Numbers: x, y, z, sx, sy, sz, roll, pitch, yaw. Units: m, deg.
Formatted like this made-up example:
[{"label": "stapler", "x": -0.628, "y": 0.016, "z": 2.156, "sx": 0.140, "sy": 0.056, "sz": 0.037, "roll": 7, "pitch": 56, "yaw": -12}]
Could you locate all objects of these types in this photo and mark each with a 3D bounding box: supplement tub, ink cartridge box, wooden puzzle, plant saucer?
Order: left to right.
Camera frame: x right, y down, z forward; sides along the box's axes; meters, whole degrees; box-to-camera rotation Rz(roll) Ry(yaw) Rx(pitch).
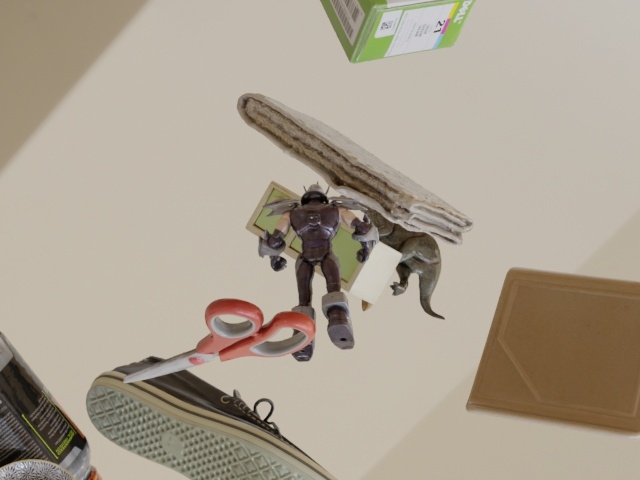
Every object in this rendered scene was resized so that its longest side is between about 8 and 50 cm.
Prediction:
[{"label": "supplement tub", "x": -0.504, "y": 0.315, "z": 2.069, "sx": 0.316, "sy": 0.194, "sz": 0.193, "roll": 55, "pitch": -170, "yaw": -15}, {"label": "plant saucer", "x": 0.097, "y": 0.097, "z": 2.463, "sx": 0.015, "sy": 0.083, "sz": 0.083, "roll": 11, "pitch": -160, "yaw": -9}, {"label": "ink cartridge box", "x": 0.125, "y": -0.309, "z": 1.400, "sx": 0.255, "sy": 0.097, "sz": 0.188, "roll": -12, "pitch": -117, "yaw": -22}, {"label": "wooden puzzle", "x": 0.316, "y": 0.139, "z": 1.608, "sx": 0.221, "sy": 0.238, "sz": 0.044, "roll": 7, "pitch": 143, "yaw": 25}]

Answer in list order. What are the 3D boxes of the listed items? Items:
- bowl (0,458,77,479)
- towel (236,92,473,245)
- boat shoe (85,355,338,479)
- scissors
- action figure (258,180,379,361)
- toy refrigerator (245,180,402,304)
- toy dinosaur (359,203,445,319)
[{"label": "bowl", "x": -0.437, "y": 0.422, "z": 1.930, "sx": 0.170, "sy": 0.170, "sz": 0.080, "roll": 50, "pitch": 153, "yaw": 26}, {"label": "towel", "x": 0.042, "y": -0.084, "z": 1.548, "sx": 0.282, "sy": 0.049, "sz": 0.187, "roll": 36, "pitch": -171, "yaw": 32}, {"label": "boat shoe", "x": -0.151, "y": 0.333, "z": 2.133, "sx": 0.500, "sy": 0.186, "sz": 0.156, "roll": 25, "pitch": -147, "yaw": 19}, {"label": "scissors", "x": -0.108, "y": 0.120, "z": 1.313, "sx": 0.109, "sy": 0.297, "sz": 0.021, "roll": 17, "pitch": -119, "yaw": -22}, {"label": "action figure", "x": -0.006, "y": 0.032, "z": 1.949, "sx": 0.099, "sy": 0.185, "sz": 0.285, "roll": 57, "pitch": -153, "yaw": -57}, {"label": "toy refrigerator", "x": 0.000, "y": 0.000, "z": 2.223, "sx": 0.269, "sy": 0.102, "sz": 0.094, "roll": 31, "pitch": -178, "yaw": 38}, {"label": "toy dinosaur", "x": 0.165, "y": 0.008, "z": 2.490, "sx": 0.160, "sy": 0.121, "sz": 0.313, "roll": -32, "pitch": -113, "yaw": -30}]
